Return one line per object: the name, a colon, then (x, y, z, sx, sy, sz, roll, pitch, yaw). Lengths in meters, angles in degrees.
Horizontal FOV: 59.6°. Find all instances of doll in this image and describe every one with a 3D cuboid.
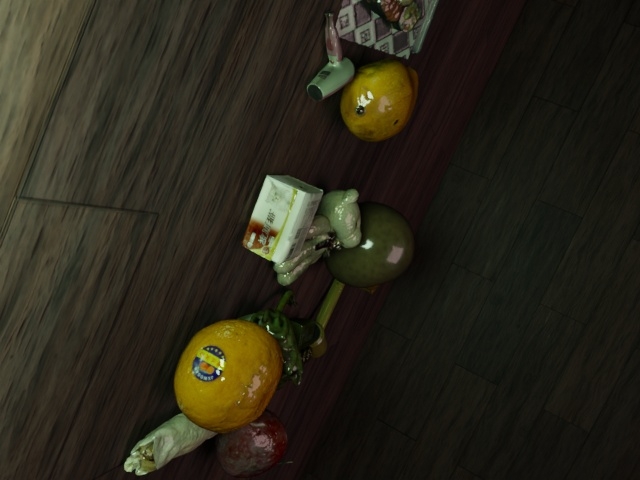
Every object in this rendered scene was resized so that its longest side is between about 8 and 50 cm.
doll: (0.000, 0.002, 1.351, 0.278, 0.149, 0.175, -46, -168, -15)

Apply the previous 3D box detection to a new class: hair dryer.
hair dryer: (0.016, -0.345, 1.029, 0.106, 0.054, 0.154, -45, 146, -37)
hair dryer: (0.011, 0.240, 1.839, 0.135, 0.090, 0.278, 78, 34, -61)

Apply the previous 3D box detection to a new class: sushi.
sushi: (0.153, -0.470, 1.068, 0.232, 0.047, 0.219, -2, 120, -43)

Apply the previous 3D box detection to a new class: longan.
longan: (0.140, 0.017, 1.585, 0.258, 0.258, 0.258, -55, 162, -28)

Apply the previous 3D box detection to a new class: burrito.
burrito: (-0.273, 0.404, 1.202, 0.117, 0.076, 0.392, -46, 166, 12)

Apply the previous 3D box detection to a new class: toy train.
toy train: (-0.071, 0.291, 1.621, 0.225, 0.090, 0.137, 13, 88, -78)

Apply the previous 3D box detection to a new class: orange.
orange: (-0.176, 0.255, 1.069, 0.219, 0.193, 0.219, -35, 135, -45)

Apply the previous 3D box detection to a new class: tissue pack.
tissue pack: (-0.074, -0.044, 1.087, 0.148, 0.099, 0.106, -68, 165, 13)

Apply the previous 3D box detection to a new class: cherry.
cherry: (-0.185, 0.518, 1.462, 0.249, 0.192, 0.175, 82, 1, -52)

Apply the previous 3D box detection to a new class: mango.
mango: (0.141, -0.316, 1.267, 0.186, 0.144, 0.359, -67, 167, 19)

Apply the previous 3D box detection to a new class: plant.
plant: (-0.136, 0.196, 1.340, 0.333, 0.180, 0.250, -95, -174, -50)

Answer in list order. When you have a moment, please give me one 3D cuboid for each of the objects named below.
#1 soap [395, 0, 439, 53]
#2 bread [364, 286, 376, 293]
soap: (0.194, -0.536, 1.197, 0.150, 0.094, 0.261, -18, 133, -58)
bread: (0.168, 0.040, 1.843, 0.270, 0.148, 0.269, 16, 90, -74)
